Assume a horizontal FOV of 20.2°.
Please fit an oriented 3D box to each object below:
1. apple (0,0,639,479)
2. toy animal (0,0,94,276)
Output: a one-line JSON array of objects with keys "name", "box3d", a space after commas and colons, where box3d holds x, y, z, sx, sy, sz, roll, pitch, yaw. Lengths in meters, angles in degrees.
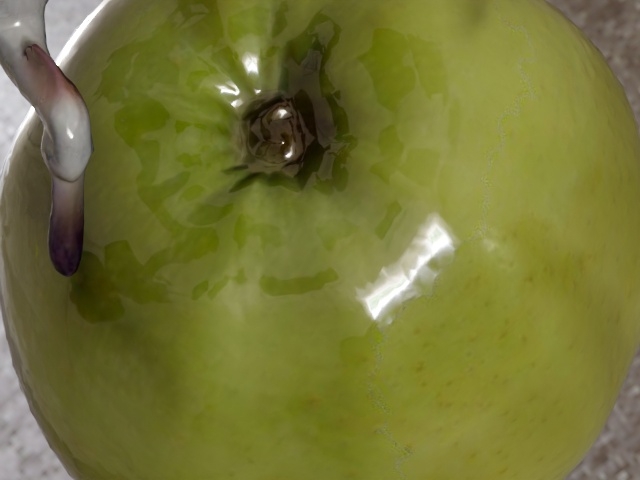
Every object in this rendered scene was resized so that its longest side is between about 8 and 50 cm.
[{"name": "apple", "box3d": [0.000, 0.000, 1.206, 0.473, 0.474, 0.474, -30, 26, 16]}, {"name": "toy animal", "box3d": [-0.172, -0.165, 0.956, 0.090, 0.324, 0.195, -20, -21, -25]}]
